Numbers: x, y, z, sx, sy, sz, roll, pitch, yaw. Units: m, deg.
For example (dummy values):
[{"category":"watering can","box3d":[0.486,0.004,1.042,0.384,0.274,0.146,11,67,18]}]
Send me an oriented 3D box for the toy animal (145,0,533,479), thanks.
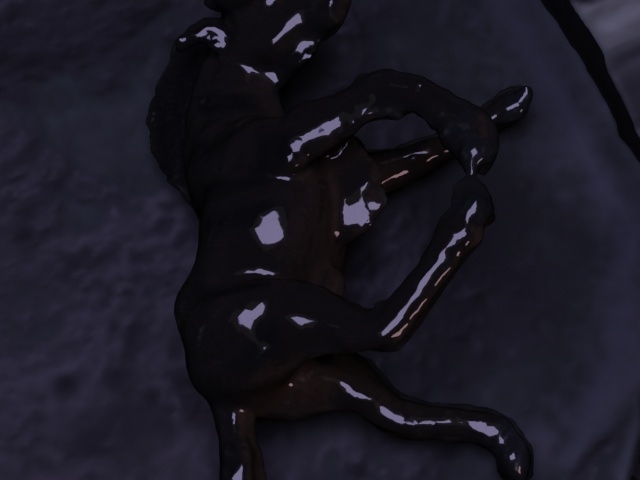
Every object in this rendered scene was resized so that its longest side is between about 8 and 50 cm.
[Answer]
[{"category":"toy animal","box3d":[0.000,0.000,0.696,0.148,0.084,0.232,-3,72,18]}]
